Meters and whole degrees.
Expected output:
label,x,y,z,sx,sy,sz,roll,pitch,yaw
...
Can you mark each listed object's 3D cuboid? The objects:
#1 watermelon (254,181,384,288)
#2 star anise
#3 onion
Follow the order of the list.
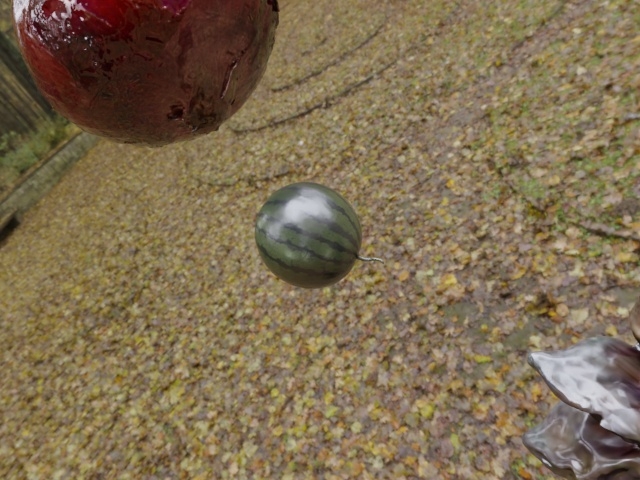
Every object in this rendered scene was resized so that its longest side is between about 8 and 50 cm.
label,x,y,z,sx,sy,sz,roll,pitch,yaw
watermelon,0.000,0.000,0.494,0.133,0.105,0.105,24,52,9
star anise,0.266,0.115,0.348,0.223,0.236,0.109,-57,25,22
onion,-0.176,-0.227,0.536,0.276,0.276,0.276,-25,30,16
